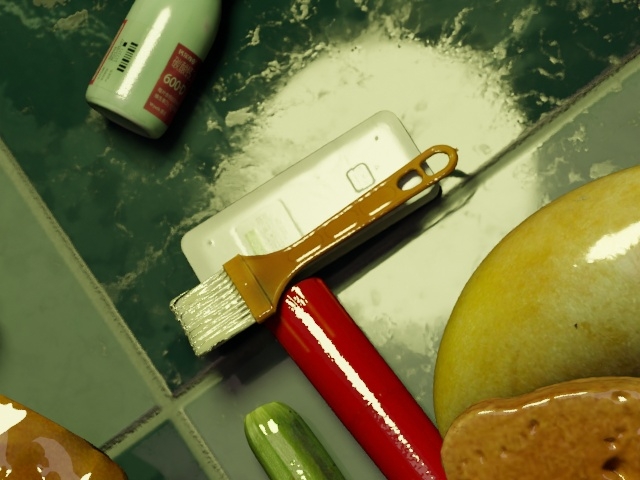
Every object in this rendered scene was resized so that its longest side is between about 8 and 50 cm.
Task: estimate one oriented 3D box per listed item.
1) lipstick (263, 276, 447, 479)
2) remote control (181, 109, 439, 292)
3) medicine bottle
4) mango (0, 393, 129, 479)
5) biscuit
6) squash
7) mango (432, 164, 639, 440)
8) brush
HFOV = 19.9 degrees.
[{"bbox_3d":[0.051,0.155,1.702,0.073,0.073,0.279,-39,69,1],"label":"lipstick"},{"bbox_3d":[-0.011,-0.024,1.782,0.250,0.034,0.103,-33,71,3],"label":"remote control"},{"bbox_3d":[-0.149,-0.214,1.833,0.090,0.090,0.216,26,83,18],"label":"medicine bottle"},{"bbox_3d":[-0.270,0.265,1.717,0.236,0.136,0.166,28,72,5],"label":"mango"},{"bbox_3d":[0.244,0.338,1.548,0.350,0.078,0.455,15,101,14],"label":"biscuit"},{"bbox_3d":[0.003,0.249,1.694,0.066,0.066,0.229,-34,72,3],"label":"squash"},{"bbox_3d":[0.257,0.062,1.608,0.384,0.221,0.199,-38,34,17],"label":"mango"},{"bbox_3d":[0.000,0.000,1.733,0.314,0.017,0.090,-34,46,-1],"label":"brush"}]
